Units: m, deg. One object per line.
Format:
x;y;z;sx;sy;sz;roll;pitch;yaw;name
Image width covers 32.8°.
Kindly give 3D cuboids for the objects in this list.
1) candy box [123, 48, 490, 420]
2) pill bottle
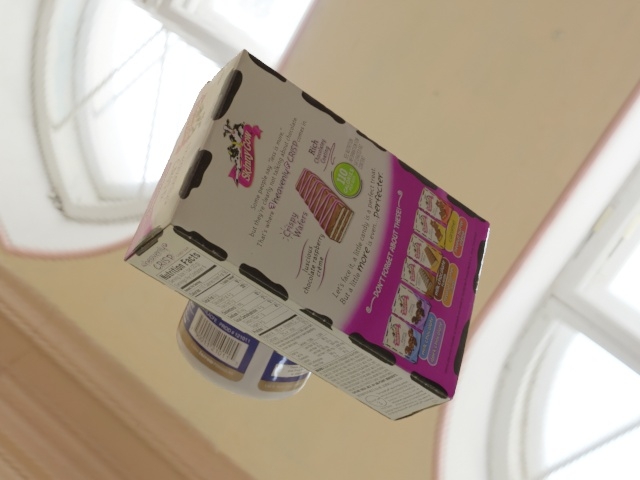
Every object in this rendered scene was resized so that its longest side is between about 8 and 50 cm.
0.000;0.000;0.756;0.233;0.071;0.159;34;-128;-21;candy box
-0.036;0.020;1.121;0.153;0.265;0.153;22;-158;-10;pill bottle
